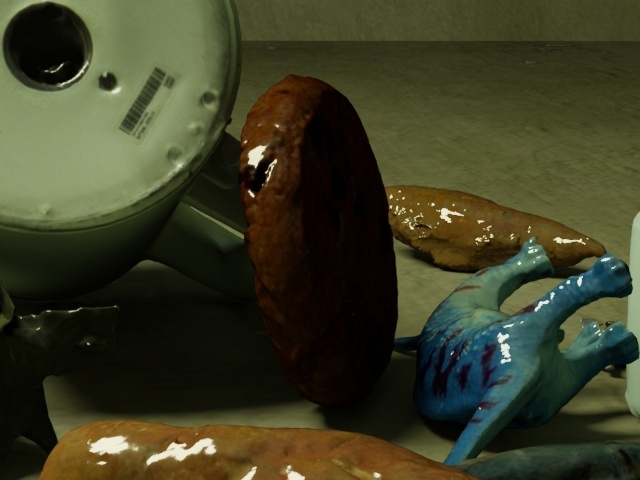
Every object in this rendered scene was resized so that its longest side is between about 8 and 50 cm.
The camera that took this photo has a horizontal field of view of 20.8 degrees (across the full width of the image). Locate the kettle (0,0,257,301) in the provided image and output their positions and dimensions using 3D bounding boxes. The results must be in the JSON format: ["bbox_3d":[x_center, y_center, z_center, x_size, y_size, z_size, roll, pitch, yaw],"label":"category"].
[{"bbox_3d":[-0.140,-0.075,1.070,0.265,0.205,0.318,-1,-11,-11],"label":"kettle"}]

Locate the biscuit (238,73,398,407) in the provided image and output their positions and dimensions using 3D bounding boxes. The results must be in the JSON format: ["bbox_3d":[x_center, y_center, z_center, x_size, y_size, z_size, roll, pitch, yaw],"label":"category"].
[{"bbox_3d":[0.000,0.000,0.962,0.049,0.192,0.192,-8,9,14],"label":"biscuit"}]

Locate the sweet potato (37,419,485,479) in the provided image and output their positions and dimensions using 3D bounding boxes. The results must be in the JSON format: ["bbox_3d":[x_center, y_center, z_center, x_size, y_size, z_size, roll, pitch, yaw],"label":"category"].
[{"bbox_3d":[0.020,0.117,0.629,0.251,0.097,0.097,7,13,11],"label":"sweet potato"}]

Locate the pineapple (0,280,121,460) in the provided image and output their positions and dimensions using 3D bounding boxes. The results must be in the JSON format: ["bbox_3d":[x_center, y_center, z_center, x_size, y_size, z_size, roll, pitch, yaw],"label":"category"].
[{"bbox_3d":[-0.221,0.035,0.921,0.119,0.130,0.277,-23,25,-34],"label":"pineapple"}]

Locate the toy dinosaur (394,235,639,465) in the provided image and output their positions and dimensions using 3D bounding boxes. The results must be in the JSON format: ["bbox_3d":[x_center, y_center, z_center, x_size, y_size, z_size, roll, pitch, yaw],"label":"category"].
[{"bbox_3d":[0.102,0.061,0.926,0.144,0.076,0.329,-31,12,5],"label":"toy dinosaur"}]

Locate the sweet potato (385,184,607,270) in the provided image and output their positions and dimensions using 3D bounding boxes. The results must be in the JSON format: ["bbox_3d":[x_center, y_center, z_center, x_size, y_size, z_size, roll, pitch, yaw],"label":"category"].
[{"bbox_3d":[0.121,-0.004,1.311,0.205,0.060,0.068,8,51,27],"label":"sweet potato"}]

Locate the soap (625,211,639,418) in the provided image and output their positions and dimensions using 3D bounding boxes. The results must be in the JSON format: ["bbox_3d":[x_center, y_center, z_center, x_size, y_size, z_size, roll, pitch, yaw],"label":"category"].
[{"bbox_3d":[0.229,0.056,0.860,0.066,0.119,0.198,-3,12,-21],"label":"soap"}]

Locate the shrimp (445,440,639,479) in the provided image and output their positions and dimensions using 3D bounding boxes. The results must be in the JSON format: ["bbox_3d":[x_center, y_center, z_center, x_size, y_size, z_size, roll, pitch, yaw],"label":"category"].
[{"bbox_3d":[0.121,0.127,0.683,0.261,0.051,0.198,1,12,-15],"label":"shrimp"}]

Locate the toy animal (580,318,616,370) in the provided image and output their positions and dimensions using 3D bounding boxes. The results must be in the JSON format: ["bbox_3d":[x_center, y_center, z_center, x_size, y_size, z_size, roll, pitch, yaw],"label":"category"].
[{"bbox_3d":[0.169,0.062,1.047,0.084,0.028,0.050,-1,3,-3],"label":"toy animal"}]
